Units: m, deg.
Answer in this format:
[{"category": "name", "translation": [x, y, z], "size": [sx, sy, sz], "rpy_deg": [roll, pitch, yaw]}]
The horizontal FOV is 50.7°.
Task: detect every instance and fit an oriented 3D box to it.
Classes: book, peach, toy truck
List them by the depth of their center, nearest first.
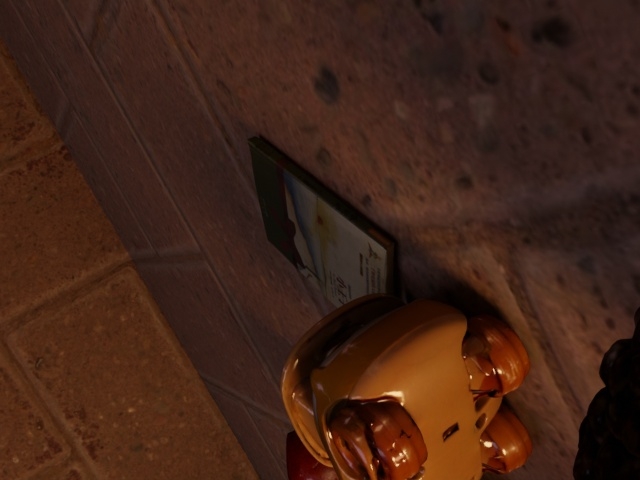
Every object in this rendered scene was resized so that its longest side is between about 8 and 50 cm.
[{"category": "toy truck", "translation": [0.090, 0.185, 0.733], "size": [0.211, 0.204, 0.288], "rpy_deg": [35, 150, 49]}, {"category": "book", "translation": [0.000, 0.000, 0.910], "size": [0.289, 0.026, 0.201], "rpy_deg": [41, 150, 37]}, {"category": "peach", "translation": [0.031, 0.373, 1.125], "size": [0.197, 0.197, 0.197], "rpy_deg": [45, 154, 29]}]

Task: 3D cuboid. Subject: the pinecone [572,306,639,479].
[{"category": "pinecone", "translation": [0.263, 0.140, 0.304], "size": [0.292, 0.246, 0.246], "rpy_deg": [44, 162, -17]}]
